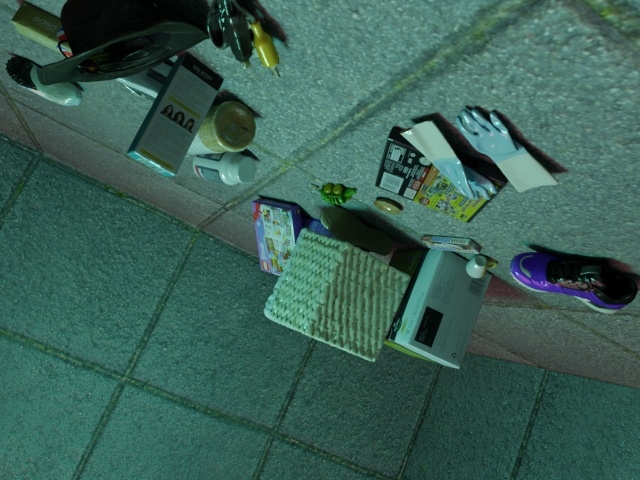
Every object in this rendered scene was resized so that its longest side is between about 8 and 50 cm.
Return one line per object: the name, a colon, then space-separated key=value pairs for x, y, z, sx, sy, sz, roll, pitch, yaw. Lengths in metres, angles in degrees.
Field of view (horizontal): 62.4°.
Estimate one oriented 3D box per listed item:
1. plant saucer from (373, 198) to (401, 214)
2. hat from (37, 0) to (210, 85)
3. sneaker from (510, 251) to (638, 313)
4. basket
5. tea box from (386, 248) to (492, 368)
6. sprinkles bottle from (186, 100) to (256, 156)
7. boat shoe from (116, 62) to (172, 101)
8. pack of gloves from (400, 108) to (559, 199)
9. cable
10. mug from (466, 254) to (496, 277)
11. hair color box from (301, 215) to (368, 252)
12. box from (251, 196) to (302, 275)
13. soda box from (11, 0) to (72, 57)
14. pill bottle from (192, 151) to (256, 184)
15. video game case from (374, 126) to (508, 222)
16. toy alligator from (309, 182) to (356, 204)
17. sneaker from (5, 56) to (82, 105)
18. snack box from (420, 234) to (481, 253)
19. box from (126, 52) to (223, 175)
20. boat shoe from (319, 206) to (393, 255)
plant saucer: x=0.188 y=-0.097 z=1.481 sx=0.083 sy=0.015 sz=0.083 roll=23 pitch=168 yaw=5
hat: x=-0.369 y=-0.387 z=0.958 sx=0.331 sy=0.331 sz=0.134 roll=3 pitch=112 yaw=58
sneaker: x=0.620 y=0.083 z=1.281 sx=0.293 sy=0.102 sz=0.146 roll=17 pitch=163 yaw=6
basket: x=0.056 y=0.179 z=1.715 sx=0.328 sy=0.331 sz=0.266 roll=28 pitch=175 yaw=-31
tea box: x=0.349 y=0.219 z=1.787 sx=0.220 sy=0.329 sz=0.323 roll=27 pitch=168 yaw=-19
sprinkles bottle: x=-0.308 y=-0.281 z=1.370 sx=0.121 sy=0.121 sz=0.355 roll=33 pitch=165 yaw=-36
boat shoe: x=-0.410 y=-0.383 z=1.193 sx=0.301 sy=0.108 sz=0.102 roll=24 pitch=169 yaw=-38
pack of gloves: x=0.282 y=-0.139 z=0.967 sx=0.232 sy=0.046 sz=0.195 roll=36 pitch=156 yaw=-26
cable: x=-0.136 y=-0.384 z=0.844 sx=0.139 sy=0.072 sz=0.287 roll=37 pitch=160 yaw=18
mug: x=0.480 y=0.069 z=1.586 sx=0.062 sy=0.078 sz=0.064 roll=54 pitch=169 yaw=22
hair color box: x=0.000 y=0.000 z=2.032 sx=0.339 sy=0.110 sz=0.185 roll=16 pitch=164 yaw=38
box: x=-0.152 y=-0.004 z=1.987 sx=0.201 sy=0.057 sz=0.293 roll=15 pitch=122 yaw=35
soda box: x=-0.617 y=-0.482 z=1.243 sx=0.181 sy=0.058 sz=0.061 roll=25 pitch=168 yaw=-8
pill bottle: x=-0.289 y=-0.226 z=1.603 sx=0.180 sy=0.108 sz=0.108 roll=16 pitch=166 yaw=32
video game case: x=0.252 y=-0.134 z=1.165 sx=0.248 sy=0.035 sz=0.275 roll=23 pitch=167 yaw=6
toy alligator: x=0.027 y=-0.132 z=1.544 sx=0.190 sy=0.051 sz=0.056 roll=11 pitch=162 yaw=46
sneaker: x=-0.849 y=-0.482 z=1.626 sx=0.237 sy=0.085 sz=0.086 roll=28 pitch=175 yaw=-5
snack box: x=0.382 y=0.011 z=1.563 sx=0.064 sy=0.022 sz=0.178 roll=30 pitch=166 yaw=-35
box: x=-0.312 y=-0.268 z=1.140 sx=0.100 sy=0.244 sz=0.060 roll=32 pitch=166 yaw=-34
boat shoe: x=0.108 y=-0.024 z=1.749 sx=0.285 sy=0.102 sz=0.092 roll=23 pitch=164 yaw=-26
